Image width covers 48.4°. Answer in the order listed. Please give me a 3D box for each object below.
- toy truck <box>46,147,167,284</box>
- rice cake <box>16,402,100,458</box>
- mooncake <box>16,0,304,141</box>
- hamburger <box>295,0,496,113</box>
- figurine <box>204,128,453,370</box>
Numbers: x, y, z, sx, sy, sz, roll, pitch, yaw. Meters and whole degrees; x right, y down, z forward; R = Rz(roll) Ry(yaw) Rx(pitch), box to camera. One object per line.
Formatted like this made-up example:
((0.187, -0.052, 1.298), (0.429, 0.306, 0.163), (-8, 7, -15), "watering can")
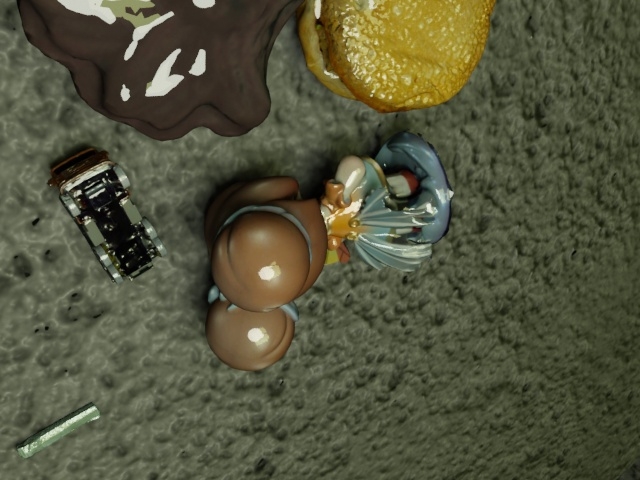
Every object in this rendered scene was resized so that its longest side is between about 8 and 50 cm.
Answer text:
((-0.274, -0.027, 0.924), (0.083, 0.092, 0.192), (-33, 134, -17), "toy truck")
((-0.379, 0.276, 1.032), (0.121, 0.021, 0.022), (-29, 114, -20), "rice cake")
((-0.148, -0.299, 0.772), (0.351, 0.212, 0.381), (10, 118, -28), "mooncake")
((0.106, -0.339, 0.985), (0.290, 0.170, 0.314), (-2, 111, -37), "hamburger")
((-0.001, 0.000, 1.038), (0.388, 0.248, 0.276), (-17, 144, -25), "figurine")
